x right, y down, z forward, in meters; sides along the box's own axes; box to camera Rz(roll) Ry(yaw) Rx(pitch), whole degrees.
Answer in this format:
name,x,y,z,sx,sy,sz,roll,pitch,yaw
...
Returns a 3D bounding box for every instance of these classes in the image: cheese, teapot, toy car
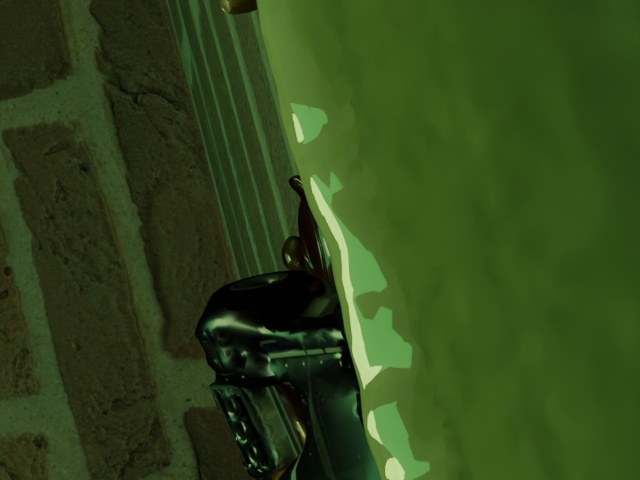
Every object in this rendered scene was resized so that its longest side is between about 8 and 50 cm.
name,x,y,z,sx,sy,sz,roll,pitch,yaw
cheese,0.095,0.030,0.466,0.242,0.124,0.265,15,-124,-61
teapot,0.000,0.000,1.441,0.098,0.078,0.129,169,88,-81
toy car,0.042,0.113,1.001,0.301,0.118,0.193,-4,101,50

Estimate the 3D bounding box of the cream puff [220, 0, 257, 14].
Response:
name,x,y,z,sx,sy,sz,roll,pitch,yaw
cream puff,-0.027,-0.241,0.550,0.327,0.231,0.343,-90,-8,-55
